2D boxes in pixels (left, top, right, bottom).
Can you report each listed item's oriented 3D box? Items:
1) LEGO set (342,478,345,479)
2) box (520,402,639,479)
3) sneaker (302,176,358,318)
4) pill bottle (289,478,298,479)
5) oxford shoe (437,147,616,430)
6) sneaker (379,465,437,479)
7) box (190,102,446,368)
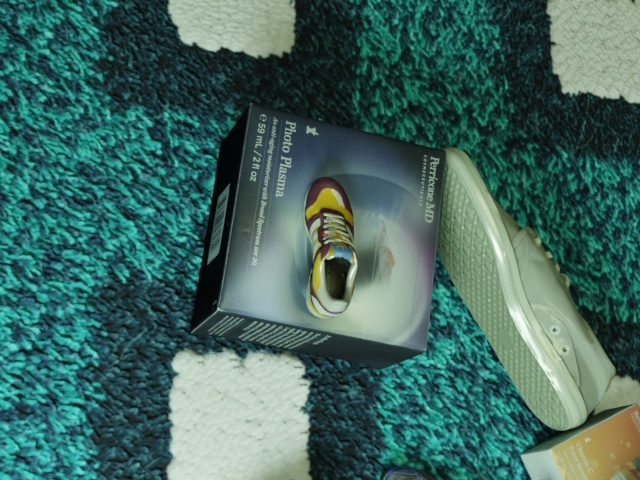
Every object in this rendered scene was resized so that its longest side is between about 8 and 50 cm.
[{"bbox_3d":[0.022,0.368,1.557,0.054,0.023,0.083,24,69,-11],"label":"LEGO set"},{"bbox_3d":[0.405,0.333,1.657,0.170,0.091,0.130,-23,83,-22],"label":"box"},{"bbox_3d":[0.019,0.004,1.429,0.069,0.084,0.185,1,77,-18],"label":"sneaker"},{"bbox_3d":[-0.080,0.416,1.453,0.221,0.124,0.124,-42,91,-27],"label":"pill bottle"},{"bbox_3d":[0.290,0.060,1.658,0.130,0.169,0.449,-31,93,-20],"label":"oxford shoe"},{"bbox_3d":[0.179,0.378,1.572,0.221,0.087,0.083,30,67,-8],"label":"sneaker"},{"bbox_3d":[0.000,0.000,1.569,0.294,0.183,0.296,12,73,-16],"label":"box"}]
